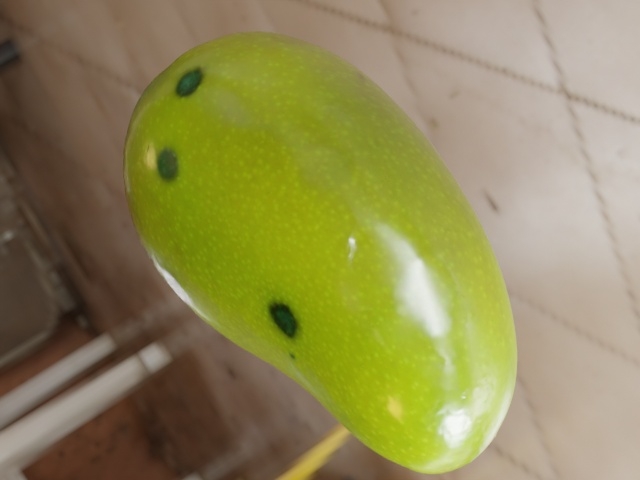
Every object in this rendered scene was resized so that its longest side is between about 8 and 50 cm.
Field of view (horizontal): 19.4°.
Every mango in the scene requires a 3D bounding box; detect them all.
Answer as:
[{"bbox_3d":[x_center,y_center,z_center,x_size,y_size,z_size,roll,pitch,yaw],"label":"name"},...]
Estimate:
[{"bbox_3d":[0.000,0.000,1.019,0.293,0.143,0.175,48,133,31],"label":"mango"}]
